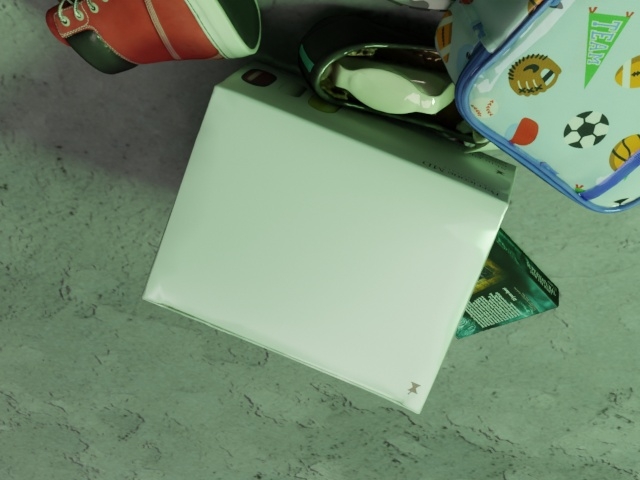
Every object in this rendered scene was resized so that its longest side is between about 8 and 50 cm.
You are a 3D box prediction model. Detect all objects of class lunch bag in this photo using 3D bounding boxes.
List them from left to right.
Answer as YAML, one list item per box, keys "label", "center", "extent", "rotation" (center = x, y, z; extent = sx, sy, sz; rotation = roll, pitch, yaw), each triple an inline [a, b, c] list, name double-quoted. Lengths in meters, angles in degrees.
- label: "lunch bag"
  center: [0.257, -0.171, 1.105]
  extent: [0.243, 0.115, 0.303]
  rotation: [33, 116, -31]

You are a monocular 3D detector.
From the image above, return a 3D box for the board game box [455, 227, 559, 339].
- label: "board game box"
  center: [0.143, 0.028, 1.489]
  extent: [0.126, 0.026, 0.186]
  rotation: [-21, 133, 31]

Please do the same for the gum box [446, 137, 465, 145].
- label: "gum box"
  center: [0.047, -0.037, 1.363]
  extent: [0.188, 0.062, 0.107]
  rotation: [0, 106, 10]

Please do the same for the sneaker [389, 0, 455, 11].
- label: "sneaker"
  center: [0.036, -0.276, 1.086]
  extent: [0.283, 0.107, 0.124]
  rotation: [25, 132, -20]

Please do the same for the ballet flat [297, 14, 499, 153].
- label: "ballet flat"
  center: [0.116, -0.121, 1.248]
  extent: [0.280, 0.096, 0.095]
  rotation: [10, 118, -3]

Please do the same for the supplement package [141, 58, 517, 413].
- label: "supplement package"
  center: [0.011, -0.009, 1.267]
  extent: [0.261, 0.145, 0.204]
  rotation: [22, 109, 3]

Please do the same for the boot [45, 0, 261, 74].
- label: "boot"
  center: [-0.173, -0.229, 1.194]
  extent: [0.176, 0.088, 0.244]
  rotation: [-6, 142, 19]
